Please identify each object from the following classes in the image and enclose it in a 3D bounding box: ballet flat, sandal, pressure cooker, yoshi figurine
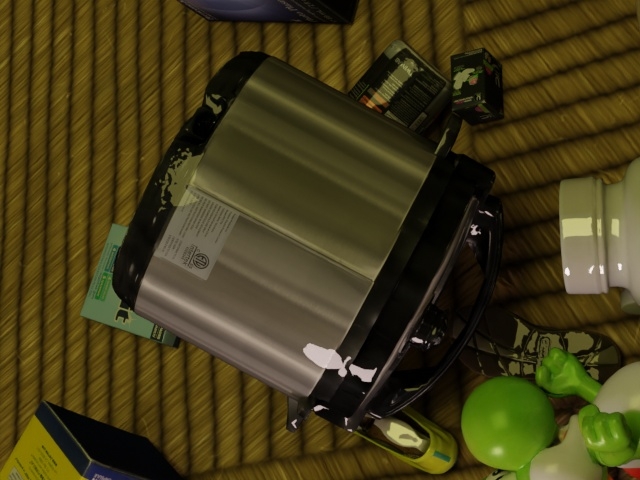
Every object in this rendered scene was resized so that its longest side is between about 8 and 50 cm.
[{"bbox_3d":[0.078,0.232,1.756,0.231,0.077,0.077,26,91,38],"label":"ballet flat"},{"bbox_3d":[0.266,0.134,1.678,0.219,0.060,0.090,6,83,21],"label":"sandal"},{"bbox_3d":[0.001,0.015,1.649,0.420,0.370,0.375,27,56,2],"label":"pressure cooker"},{"bbox_3d":[0.308,0.187,1.531,0.362,0.203,0.203,-34,57,17],"label":"yoshi figurine"}]

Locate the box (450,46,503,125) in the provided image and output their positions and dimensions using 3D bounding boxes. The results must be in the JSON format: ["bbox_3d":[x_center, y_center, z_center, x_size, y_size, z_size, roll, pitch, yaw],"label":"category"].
[{"bbox_3d":[0.212,-0.207,1.826,0.052,0.062,0.083,-10,68,30],"label":"box"}]

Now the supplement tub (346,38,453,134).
[{"bbox_3d":[0.087,-0.173,1.867,0.190,0.117,0.117,-49,54,11],"label":"supplement tub"}]

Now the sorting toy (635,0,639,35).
[{"bbox_3d":[0.455,-0.220,1.607,0.041,0.229,0.307,1,69,-11],"label":"sorting toy"}]

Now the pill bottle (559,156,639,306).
[{"bbox_3d":[0.425,-0.011,1.470,0.319,0.176,0.176,-3,71,13],"label":"pill bottle"}]

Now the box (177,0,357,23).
[{"bbox_3d":[-0.126,-0.453,2.001,0.294,0.296,0.182,9,80,37],"label":"box"}]

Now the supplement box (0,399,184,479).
[{"bbox_3d":[-0.366,0.442,1.893,0.195,0.194,0.356,34,95,53],"label":"supplement box"}]

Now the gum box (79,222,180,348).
[{"bbox_3d":[-0.272,0.067,2.079,0.184,0.041,0.157,15,82,36],"label":"gum box"}]

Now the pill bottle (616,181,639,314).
[{"bbox_3d":[0.388,0.008,1.615,0.086,0.086,0.152,-10,68,32],"label":"pill bottle"}]
